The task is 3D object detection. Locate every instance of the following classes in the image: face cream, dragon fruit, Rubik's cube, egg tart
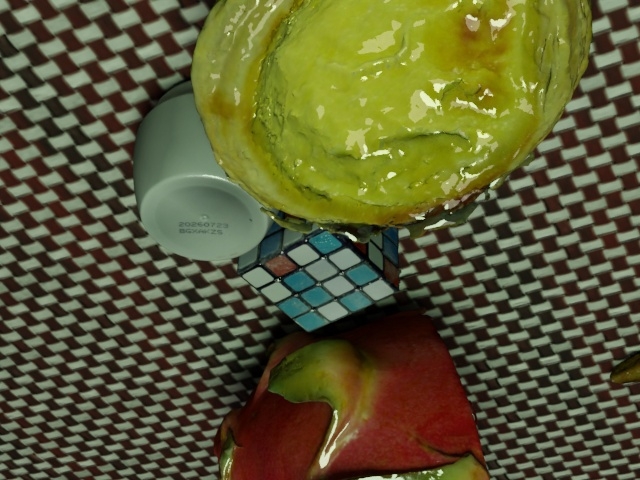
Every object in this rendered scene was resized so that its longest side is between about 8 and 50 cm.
[{"bbox_3d":[-0.079,-0.052,0.811,0.117,0.104,0.117,1,138,1],"label":"face cream"},{"bbox_3d":[0.017,0.217,0.956,0.226,0.305,0.305,-9,137,-2],"label":"dragon fruit"},{"bbox_3d":[0.000,0.000,0.873,0.092,0.092,0.092,-27,130,28],"label":"Rubik's cube"},{"bbox_3d":[0.047,-0.122,0.722,0.279,0.095,0.279,-9,134,-10],"label":"egg tart"}]

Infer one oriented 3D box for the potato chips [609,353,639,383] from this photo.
[{"bbox_3d":[0.318,0.067,0.984,0.037,0.026,0.204,21,136,-1],"label":"potato chips"}]
